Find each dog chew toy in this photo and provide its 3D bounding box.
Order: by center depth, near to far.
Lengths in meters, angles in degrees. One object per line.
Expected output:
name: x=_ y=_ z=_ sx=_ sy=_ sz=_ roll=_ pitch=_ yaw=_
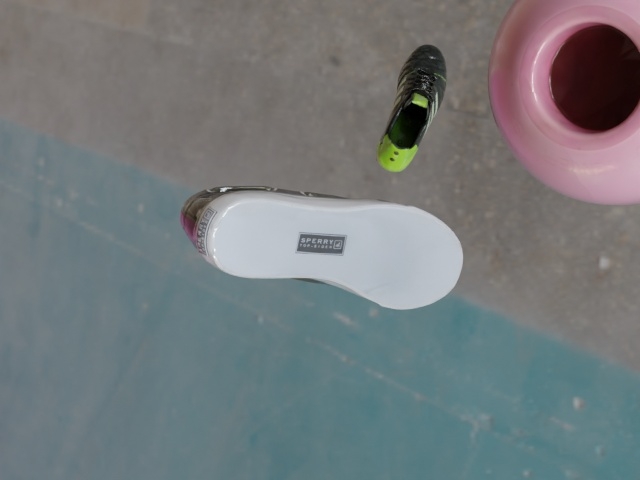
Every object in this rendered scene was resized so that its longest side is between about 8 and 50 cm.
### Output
dog chew toy: x=0.274 y=-0.141 z=1.111 sx=0.206 sy=0.332 sz=0.207 roll=4 pitch=99 yaw=26

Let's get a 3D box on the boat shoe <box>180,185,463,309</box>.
boat shoe: x=0.000 y=0.000 z=0.951 sx=0.076 sy=0.228 sz=0.080 roll=30 pitch=111 yaw=55

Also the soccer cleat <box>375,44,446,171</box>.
soccer cleat: x=0.114 y=-0.161 z=1.507 sx=0.072 sy=0.060 sz=0.179 roll=124 pitch=168 yaw=-65
